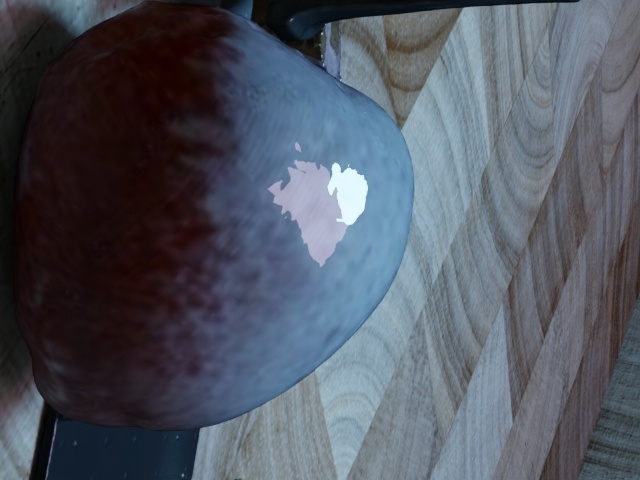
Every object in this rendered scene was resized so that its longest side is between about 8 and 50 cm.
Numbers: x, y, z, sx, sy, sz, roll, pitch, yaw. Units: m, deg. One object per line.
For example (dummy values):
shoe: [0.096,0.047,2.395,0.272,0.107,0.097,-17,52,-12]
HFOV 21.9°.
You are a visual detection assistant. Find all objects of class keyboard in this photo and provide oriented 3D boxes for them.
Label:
keyboard: [-0.177,0.182,1.528,0.309,0.018,0.101,13,89,-70]

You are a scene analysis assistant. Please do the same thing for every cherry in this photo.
cherry: [-0.083,-0.016,1.301,0.326,0.291,0.335,-3,103,-41]

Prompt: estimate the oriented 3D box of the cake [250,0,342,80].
cake: [-0.037,-0.294,1.610,0.116,0.112,0.295,41,48,-69]

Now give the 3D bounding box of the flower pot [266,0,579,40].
flower pot: [0.117,-0.333,1.354,0.379,0.251,0.379,12,90,-79]

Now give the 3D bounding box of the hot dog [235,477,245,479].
hot dog: [-0.092,0.292,1.787,0.090,0.034,0.030,-48,142,-54]

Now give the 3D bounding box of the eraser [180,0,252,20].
eraser: [-0.085,-0.352,1.457,0.089,0.061,0.352,-26,124,-67]
